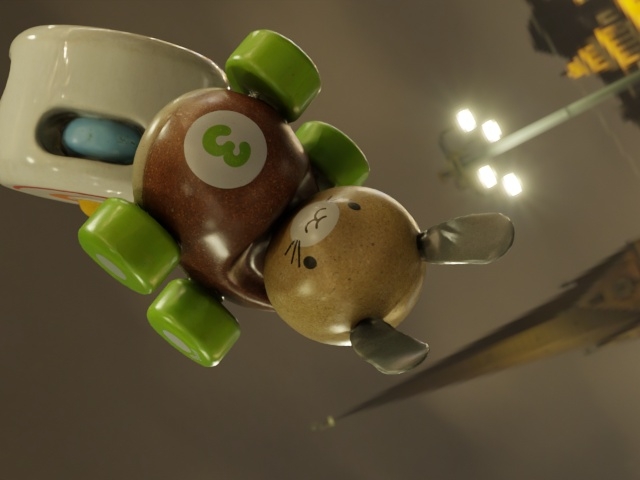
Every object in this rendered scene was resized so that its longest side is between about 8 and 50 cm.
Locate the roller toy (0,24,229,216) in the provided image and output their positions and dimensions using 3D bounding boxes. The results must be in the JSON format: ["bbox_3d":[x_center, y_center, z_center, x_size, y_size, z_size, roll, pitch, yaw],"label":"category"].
[{"bbox_3d":[-0.181,-0.091,1.015,0.191,0.209,0.146,14,-96,-47],"label":"roller toy"}]

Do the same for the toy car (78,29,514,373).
[{"bbox_3d":[0.000,0.000,0.626,0.155,0.188,0.149,-52,-41,-17],"label":"toy car"}]
